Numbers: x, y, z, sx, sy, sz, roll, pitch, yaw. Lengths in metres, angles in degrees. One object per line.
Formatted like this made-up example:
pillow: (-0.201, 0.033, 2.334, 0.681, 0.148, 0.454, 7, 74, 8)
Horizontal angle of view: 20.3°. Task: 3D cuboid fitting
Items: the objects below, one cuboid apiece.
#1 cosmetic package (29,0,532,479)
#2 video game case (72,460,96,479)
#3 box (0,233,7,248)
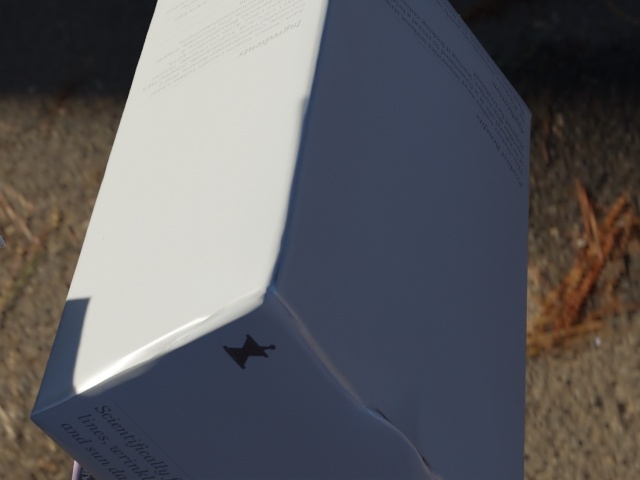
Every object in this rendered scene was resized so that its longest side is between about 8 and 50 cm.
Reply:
cosmetic package: (0.000, 0.000, 0.981, 0.156, 0.217, 0.385, -26, 30, 27)
video game case: (-0.176, 0.188, 1.456, 0.026, 0.274, 0.196, 11, 17, 1)
box: (-0.393, -0.013, 1.657, 0.178, 0.109, 0.042, -16, 53, 0)
